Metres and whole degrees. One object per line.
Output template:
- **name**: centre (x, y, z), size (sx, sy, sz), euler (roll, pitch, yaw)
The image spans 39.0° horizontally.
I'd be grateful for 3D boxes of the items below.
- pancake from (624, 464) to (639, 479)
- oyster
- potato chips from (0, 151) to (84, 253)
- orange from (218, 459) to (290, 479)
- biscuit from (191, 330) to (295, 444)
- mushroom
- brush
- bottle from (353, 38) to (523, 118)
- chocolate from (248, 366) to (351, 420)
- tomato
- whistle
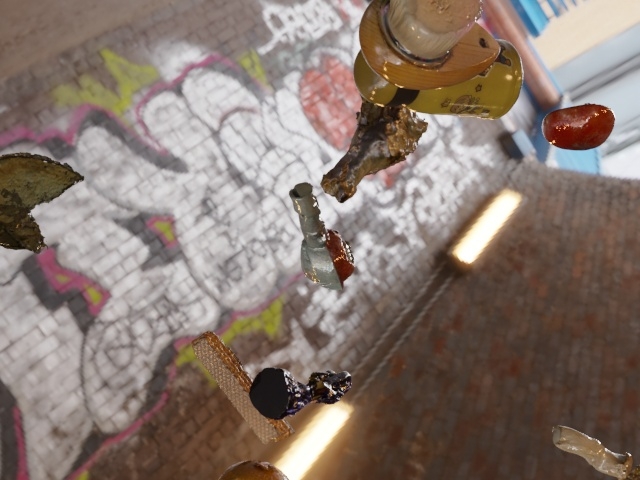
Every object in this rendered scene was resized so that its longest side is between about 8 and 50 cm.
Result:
- **pancake**: centre (0.763, 0.603, 2.153), size (0.129, 0.116, 0.022), euler (-56, 176, -20)
- **oyster**: centre (0.124, -0.254, 2.417), size (0.337, 0.198, 0.133), euler (-47, 161, 8)
- **potato chips**: centre (-0.558, -0.074, 1.694), size (0.029, 0.202, 0.220), euler (108, -11, -55)
- **orange**: centre (-0.151, 0.625, 2.120), size (0.219, 0.219, 0.193), euler (-27, -176, 40)
- **biscuit**: centre (-0.224, 0.416, 2.533), size (0.094, 0.378, 0.054), euler (-35, -176, 44)
- **mushroom**: centre (0.603, 0.467, 2.004), size (0.054, 0.202, 0.059), euler (-53, -170, 54)
- **brush**: centre (0.207, -0.354, 1.504), size (0.267, 0.174, 0.166), euler (4, 157, -27)
- **bottle**: centre (0.232, -0.339, 1.859), size (0.351, 0.171, 0.171), euler (-3, 172, -29)
- **chocolate**: centre (-0.019, 0.379, 2.285), size (0.343, 0.126, 0.148), euler (7, 132, -51)
- **tomato**: centre (0.546, -0.230, 1.904), size (0.156, 0.069, 0.155), euler (0, 164, 0)
- **whistle**: centre (0.001, -0.001, 2.175), size (0.134, 0.346, 0.142), euler (-7, -134, 13)
